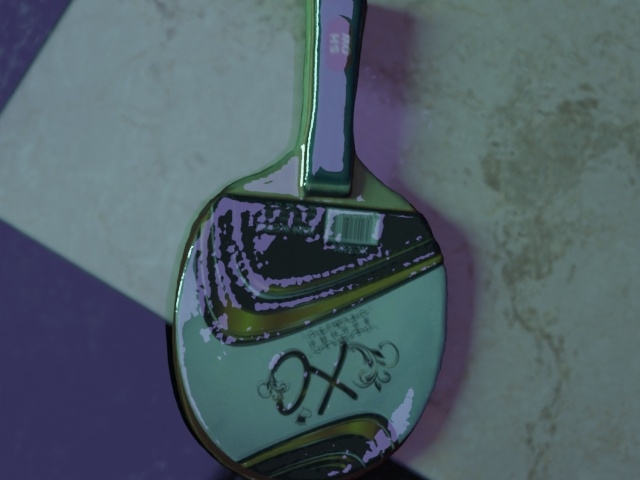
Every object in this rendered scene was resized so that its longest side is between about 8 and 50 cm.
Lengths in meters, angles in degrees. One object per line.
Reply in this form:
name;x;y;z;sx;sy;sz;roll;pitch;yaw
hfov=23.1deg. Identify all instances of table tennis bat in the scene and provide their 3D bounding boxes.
table tennis bat;0.000;0.000;0.947;0.173;0.022;0.301;6;90;-18
